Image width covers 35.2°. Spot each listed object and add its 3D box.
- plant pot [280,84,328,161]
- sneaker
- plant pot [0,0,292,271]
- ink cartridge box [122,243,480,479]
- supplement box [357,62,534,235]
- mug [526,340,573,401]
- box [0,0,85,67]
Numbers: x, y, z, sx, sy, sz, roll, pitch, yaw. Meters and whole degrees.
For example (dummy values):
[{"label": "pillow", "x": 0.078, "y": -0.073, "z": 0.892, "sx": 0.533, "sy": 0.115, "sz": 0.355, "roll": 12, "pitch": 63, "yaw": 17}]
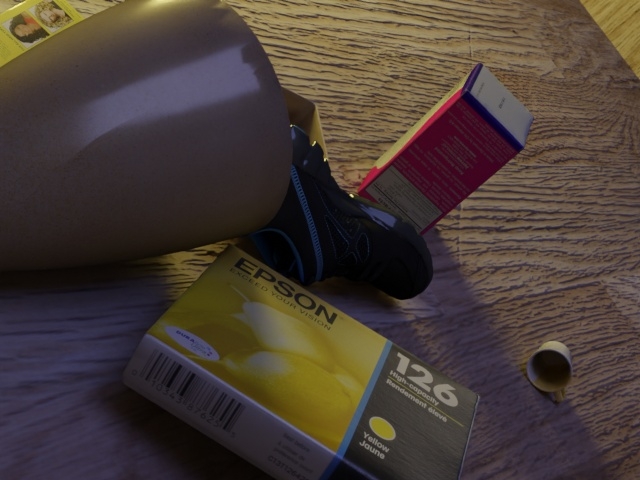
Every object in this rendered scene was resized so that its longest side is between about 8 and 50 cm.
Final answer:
[{"label": "plant pot", "x": -0.068, "y": -0.121, "z": 1.220, "sx": 0.109, "sy": 0.096, "sz": 0.109, "roll": 22, "pitch": 40, "yaw": -32}, {"label": "sneaker", "x": 0.000, "y": 0.000, "z": 1.170, "sx": 0.341, "sy": 0.125, "sz": 0.139, "roll": 36, "pitch": 67, "yaw": -37}, {"label": "plant pot", "x": -0.212, "y": -0.079, "z": 0.912, "sx": 0.274, "sy": 0.256, "sz": 0.256, "roll": -26, "pitch": 75, "yaw": -39}, {"label": "ink cartridge box", "x": 0.006, "y": 0.124, "z": 0.977, "sx": 0.304, "sy": 0.072, "sz": 0.307, "roll": 31, "pitch": 28, "yaw": 2}, {"label": "supplement box", "x": 0.169, "y": -0.116, "z": 1.373, "sx": 0.114, "sy": 0.220, "sz": 0.111, "roll": 44, "pitch": 33, "yaw": -8}, {"label": "mug", "x": 0.318, "y": 0.176, "z": 1.396, "sx": 0.062, "sy": 0.078, "sz": 0.064, "roll": 18, "pitch": 19, "yaw": 15}, {"label": "box", "x": -0.324, "y": -0.174, "z": 0.997, "sx": 0.058, "sy": 0.087, "sz": 0.232, "roll": 44, "pitch": 31, "yaw": -9}]
